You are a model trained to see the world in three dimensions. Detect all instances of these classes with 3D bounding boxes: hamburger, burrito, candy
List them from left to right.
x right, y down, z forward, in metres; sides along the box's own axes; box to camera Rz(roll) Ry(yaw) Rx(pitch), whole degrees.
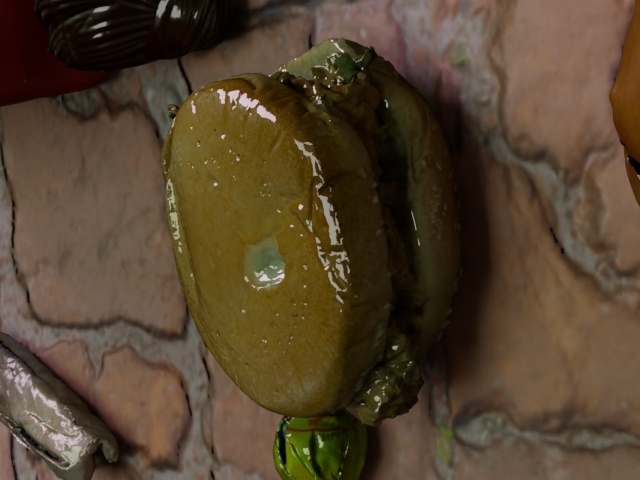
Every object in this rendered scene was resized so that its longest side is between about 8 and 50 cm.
[{"bbox_3d":[-0.207,0.119,1.367,0.188,0.045,0.058,34,94,43],"label":"burrito"},{"bbox_3d":[0.000,0.000,1.068,0.189,0.122,0.215,-18,86,54],"label":"hamburger"},{"bbox_3d":[0.020,0.187,1.129,0.062,0.058,0.194,172,80,-88],"label":"candy"}]

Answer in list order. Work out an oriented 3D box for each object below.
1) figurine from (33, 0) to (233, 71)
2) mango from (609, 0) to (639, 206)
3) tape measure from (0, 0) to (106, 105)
[{"bbox_3d":[-0.154,-0.261,1.181,0.187,0.168,0.315,-90,-7,-79],"label":"figurine"},{"bbox_3d":[0.236,-0.099,0.769,0.287,0.152,0.201,-44,62,40],"label":"mango"},{"bbox_3d":[-0.293,-0.134,1.274,0.260,0.253,0.114,-4,96,43],"label":"tape measure"}]
